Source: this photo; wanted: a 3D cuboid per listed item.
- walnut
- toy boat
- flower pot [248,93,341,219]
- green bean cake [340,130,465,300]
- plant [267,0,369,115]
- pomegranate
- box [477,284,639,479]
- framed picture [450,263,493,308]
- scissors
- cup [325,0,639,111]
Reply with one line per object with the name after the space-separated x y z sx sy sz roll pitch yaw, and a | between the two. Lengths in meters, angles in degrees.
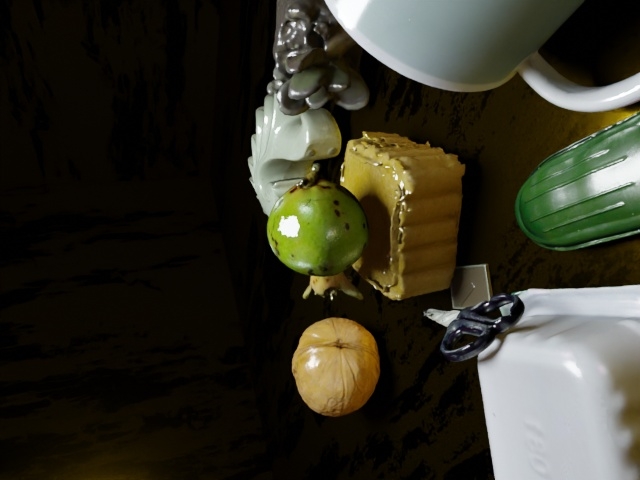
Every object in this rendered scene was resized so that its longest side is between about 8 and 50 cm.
0.030 0.270 0.972 0.222 0.195 0.196 112 146 -53 | walnut
0.267 -0.048 0.452 0.210 0.052 0.104 141 119 -67 | toy boat
-0.071 -0.213 1.153 0.368 0.164 0.254 110 142 -49 | flower pot
0.121 -0.048 0.729 0.224 0.131 0.230 -131 38 -61 | green bean cake
0.004 -0.384 0.868 0.188 0.198 0.276 141 128 -70 | plant
0.008 0.001 0.696 0.220 0.156 0.156 56 -176 -44 | pomegranate
0.260 0.219 0.458 0.264 0.105 0.337 157 106 -68 | box
0.219 0.069 0.670 0.089 0.006 0.066 161 103 -69 | framed picture
0.184 0.108 0.631 0.022 0.109 0.300 50 176 2 | scissors
0.191 -0.280 0.378 0.357 0.259 0.274 48 151 6 | cup
